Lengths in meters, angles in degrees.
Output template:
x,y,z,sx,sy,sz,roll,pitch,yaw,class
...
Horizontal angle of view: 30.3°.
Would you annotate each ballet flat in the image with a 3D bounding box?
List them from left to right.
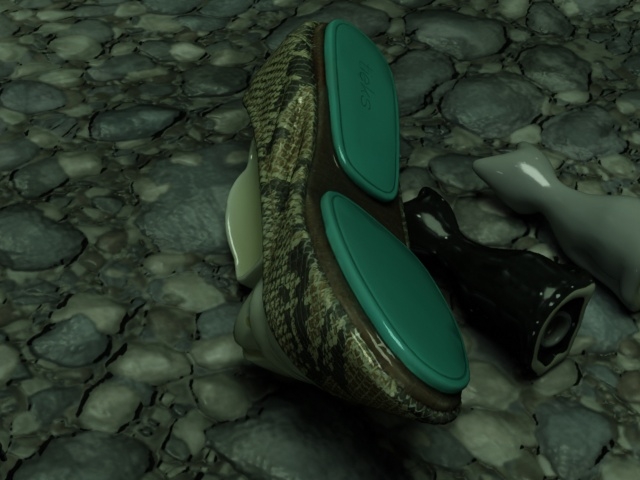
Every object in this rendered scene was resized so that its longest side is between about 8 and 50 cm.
x,y,z,sx,sy,sz,roll,pitch,yaw,class
0.000,0.000,0.973,0.164,0.182,0.483,36,28,-31,ballet flat

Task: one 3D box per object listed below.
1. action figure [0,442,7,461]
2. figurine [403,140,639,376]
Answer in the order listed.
x,y,z,sx,sy,sz,roll,pitch,yaw,class
-0.331,0.054,0.891,0.164,0.141,0.276,-13,62,-17,action figure
0.184,-0.006,1.057,0.214,0.092,0.209,-26,48,-31,figurine
